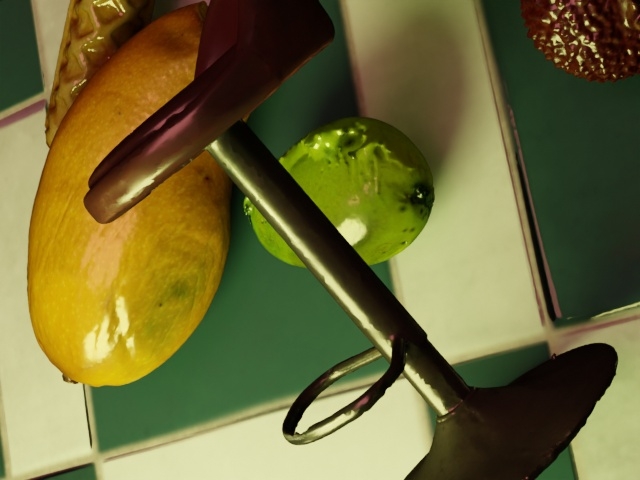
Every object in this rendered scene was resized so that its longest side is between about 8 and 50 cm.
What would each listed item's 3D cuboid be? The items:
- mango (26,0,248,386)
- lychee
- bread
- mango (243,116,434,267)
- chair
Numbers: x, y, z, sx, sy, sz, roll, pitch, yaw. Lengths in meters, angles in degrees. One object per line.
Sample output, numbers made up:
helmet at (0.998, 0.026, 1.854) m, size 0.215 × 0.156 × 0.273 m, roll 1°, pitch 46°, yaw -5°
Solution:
mango at (-0.161, -0.041, 1.320) m, size 0.187 × 0.144 × 0.359 m, roll 13°, pitch 87°, yaw 21°
lychee at (0.203, -0.181, 1.073) m, size 0.123 × 0.123 × 0.129 m, roll -41°, pitch 36°, yaw 27°
bread at (-0.186, -0.240, 1.366) m, size 0.084 × 0.077 × 0.368 m, roll 43°, pitch 120°, yaw 54°
mango at (0.016, -0.035, 1.209) m, size 0.178 × 0.100 × 0.119 m, roll -17°, pitch 85°, yaw 39°
chair at (0.000, 0.000, 1.038) m, size 0.226 × 0.226 × 0.401 m, roll -36°, pitch 96°, yaw 29°
